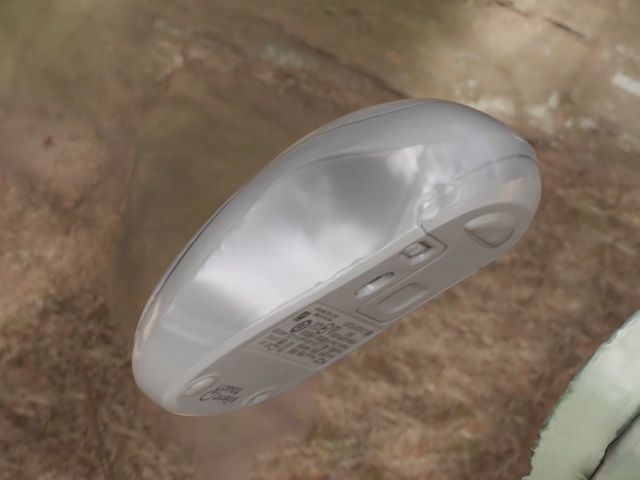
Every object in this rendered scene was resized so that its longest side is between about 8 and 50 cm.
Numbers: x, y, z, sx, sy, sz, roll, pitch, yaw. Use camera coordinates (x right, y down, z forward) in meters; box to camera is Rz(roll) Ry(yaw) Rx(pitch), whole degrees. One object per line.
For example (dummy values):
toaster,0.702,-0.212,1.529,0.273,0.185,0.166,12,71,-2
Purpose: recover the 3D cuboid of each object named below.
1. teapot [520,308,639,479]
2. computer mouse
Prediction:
teapot,0.164,0.119,0.371,0.183,0.183,0.251,-8,43,-33
computer mouse,0.000,0.000,1.026,0.121,0.297,0.184,63,17,16
